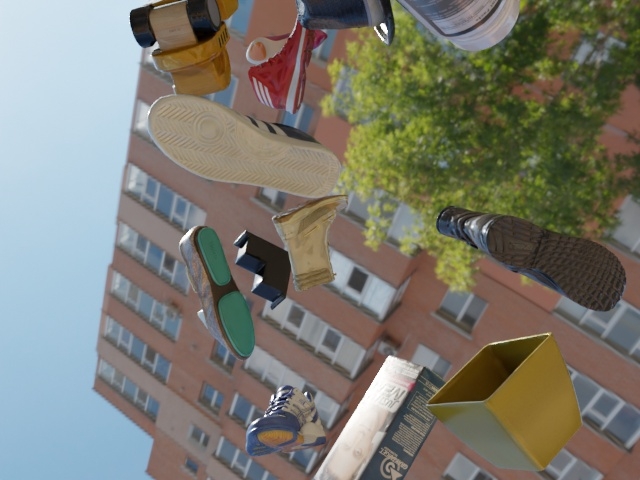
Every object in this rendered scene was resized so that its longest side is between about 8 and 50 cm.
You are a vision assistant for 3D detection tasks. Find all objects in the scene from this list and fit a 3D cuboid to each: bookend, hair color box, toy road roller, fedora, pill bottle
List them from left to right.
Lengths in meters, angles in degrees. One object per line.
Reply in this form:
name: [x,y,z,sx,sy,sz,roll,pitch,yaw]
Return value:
toy road roller: [-0.313,-0.499,1.755,0.202,0.241,0.329,-9,-149,12]
bookend: [-0.165,0.080,1.915,0.156,0.072,0.157,27,-135,-21]
fedora: [0.013,-0.468,1.259,0.152,0.334,0.334,-23,-138,5]
hair color box: [0.146,0.447,1.634,0.105,0.174,0.347,38,-104,-19]
pill bottle: [0.195,-0.412,1.092,0.283,0.161,0.161,17,-154,-53]

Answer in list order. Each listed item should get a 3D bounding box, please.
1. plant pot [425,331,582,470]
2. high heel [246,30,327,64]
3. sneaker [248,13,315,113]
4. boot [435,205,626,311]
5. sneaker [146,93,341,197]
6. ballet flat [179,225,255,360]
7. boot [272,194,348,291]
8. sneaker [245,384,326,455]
plant pot: [0.377,0.327,1.382,0.212,0.212,0.187,-36,-88,-27]
high heel: [-0.099,-0.557,2.026,0.117,0.244,0.082,-18,-86,-49]
sneaker: [-0.090,-0.391,1.515,0.128,0.221,0.087,14,-166,8]
boot: [0.407,0.017,1.371,0.338,0.118,0.222,28,-179,-18]
sneaker: [-0.141,-0.169,1.269,0.350,0.131,0.148,20,-166,-21]
ballet flat: [-0.237,0.123,1.593,0.107,0.106,0.316,-13,-95,-52]
boot: [0.000,0.000,1.763,0.095,0.203,0.262,-9,-168,37]
sneaker: [-0.082,0.361,1.438,0.111,0.296,0.131,-17,-109,11]
